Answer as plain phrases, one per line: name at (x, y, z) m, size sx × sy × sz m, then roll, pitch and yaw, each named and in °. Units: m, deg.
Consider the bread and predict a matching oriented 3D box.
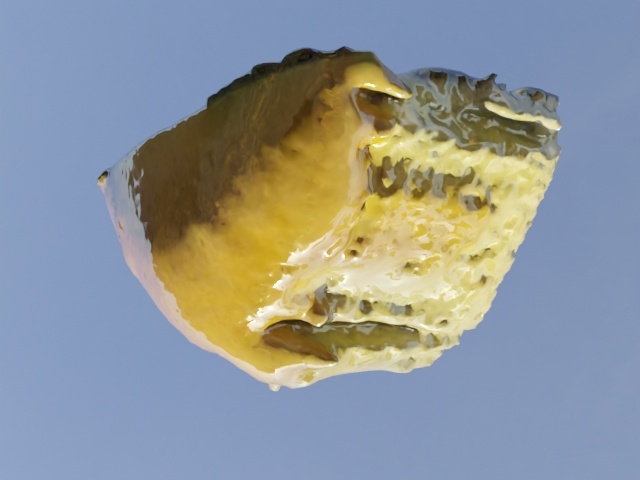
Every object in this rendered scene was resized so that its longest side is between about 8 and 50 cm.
bread at (-0.003, 0.009, 0.657) m, size 0.251 × 0.174 × 0.133 m, roll -22°, pitch -112°, yaw 54°
